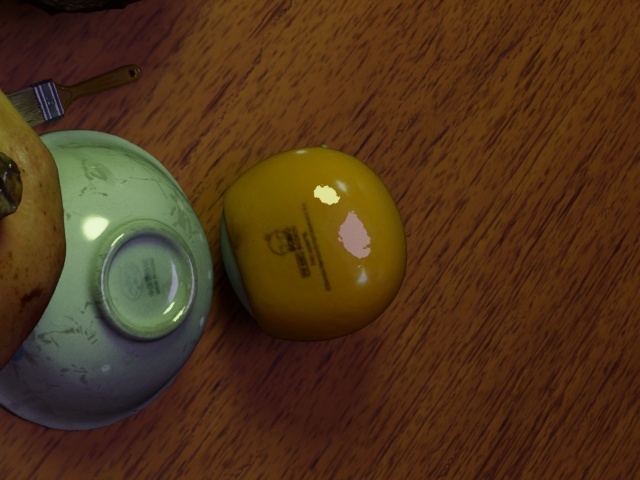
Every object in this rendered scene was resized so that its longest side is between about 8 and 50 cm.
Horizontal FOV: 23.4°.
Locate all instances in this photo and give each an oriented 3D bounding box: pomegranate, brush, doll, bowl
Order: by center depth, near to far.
[{"bbox_3d":[-0.370,-0.014,1.325,0.338,0.338,0.338,1,89,-37],"label":"pomegranate"},{"bbox_3d":[-0.209,0.041,1.556,0.313,0.146,0.313,0,90,-36],"label":"bowl"},{"bbox_3d":[-0.255,-0.154,1.606,0.170,0.014,0.043,-25,102,-36],"label":"brush"},{"bbox_3d":[0.000,0.000,1.699,0.236,0.213,0.213,-30,113,-77],"label":"doll"}]

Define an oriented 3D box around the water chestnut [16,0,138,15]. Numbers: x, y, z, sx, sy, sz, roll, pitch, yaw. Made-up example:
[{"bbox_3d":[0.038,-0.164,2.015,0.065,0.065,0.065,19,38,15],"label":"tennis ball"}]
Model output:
[{"bbox_3d":[-0.219,-0.384,1.457,0.350,0.302,0.350,3,85,-41],"label":"water chestnut"}]
